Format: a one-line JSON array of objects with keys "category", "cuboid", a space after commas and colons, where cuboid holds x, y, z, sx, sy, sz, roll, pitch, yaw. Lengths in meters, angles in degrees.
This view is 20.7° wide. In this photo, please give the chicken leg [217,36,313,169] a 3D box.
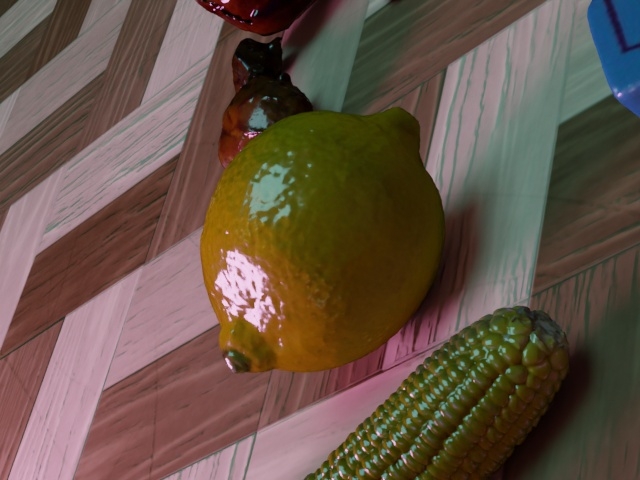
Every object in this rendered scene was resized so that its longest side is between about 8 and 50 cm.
[{"category": "chicken leg", "cuboid": [-0.063, -0.136, 1.795, 0.113, 0.093, 0.304, -61, 18, 17]}]

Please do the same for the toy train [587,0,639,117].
[{"category": "toy train", "cuboid": [0.303, -0.183, 1.052, 0.300, 0.188, 0.265, -42, 32, 26]}]

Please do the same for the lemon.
[{"category": "lemon", "cuboid": [0.000, 0.000, 1.378, 0.244, 0.187, 0.187, -59, 24, 1]}]

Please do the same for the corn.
[{"category": "corn", "cuboid": [0.056, 0.155, 1.196, 0.292, 0.101, 0.101, -46, 26, 15]}]

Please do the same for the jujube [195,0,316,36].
[{"category": "jujube", "cuboid": [-0.037, -0.367, 1.893, 0.290, 0.197, 0.197, -63, 24, 0]}]
